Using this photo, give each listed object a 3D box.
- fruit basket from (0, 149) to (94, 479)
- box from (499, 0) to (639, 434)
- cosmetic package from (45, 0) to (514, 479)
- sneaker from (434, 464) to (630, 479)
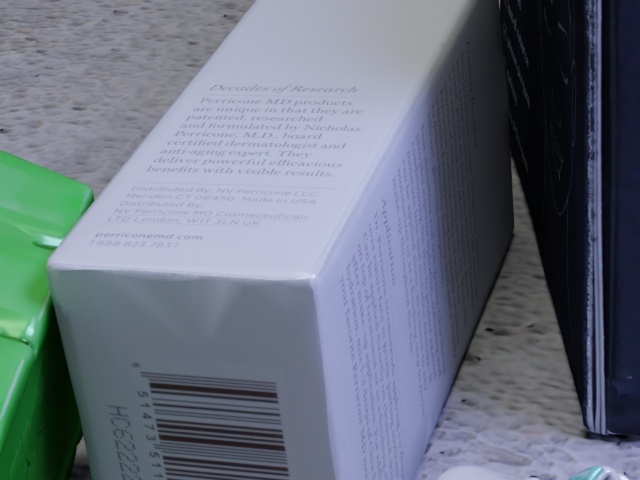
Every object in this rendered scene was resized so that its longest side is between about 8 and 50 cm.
[{"bbox_3d":[-0.331,0.110,1.047,0.392,0.283,0.392,2,37,-2],"label":"fruit basket"},{"bbox_3d":[0.282,-0.202,1.250,0.297,0.472,0.480,-6,30,1],"label":"box"},{"bbox_3d":[0.000,0.000,1.195,0.161,0.230,0.453,3,30,18],"label":"cosmetic package"},{"bbox_3d":[0.140,0.157,1.025,0.080,0.094,0.212,-28,36,-31],"label":"sneaker"}]
